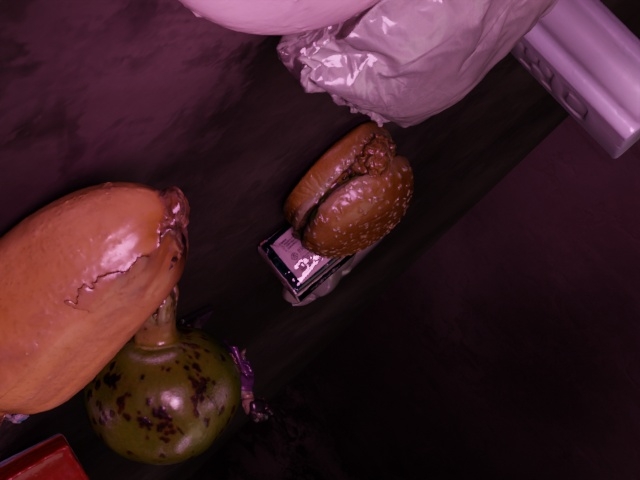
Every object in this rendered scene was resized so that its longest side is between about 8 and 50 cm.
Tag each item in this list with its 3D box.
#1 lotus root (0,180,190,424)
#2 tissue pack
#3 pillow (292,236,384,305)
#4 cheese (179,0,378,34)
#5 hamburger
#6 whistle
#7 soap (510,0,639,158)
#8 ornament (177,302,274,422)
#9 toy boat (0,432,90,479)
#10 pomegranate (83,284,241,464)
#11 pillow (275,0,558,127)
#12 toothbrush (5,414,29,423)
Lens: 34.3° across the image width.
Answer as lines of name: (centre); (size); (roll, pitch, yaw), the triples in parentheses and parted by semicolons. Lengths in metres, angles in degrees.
lotus root: (-0.228, 0.052, 0.882); (0.303, 0.131, 0.146); (-43, 147, 12)
tissue pack: (-0.001, 0.000, 1.567); (0.170, 0.103, 0.090); (-39, 174, -8)
pillow: (0.042, 0.012, 1.861); (0.254, 0.078, 0.144); (-44, 179, 21)
cheese: (-0.008, -0.199, 0.551); (0.189, 0.154, 0.198); (-40, 172, 31)
hamburger: (0.044, -0.062, 1.419); (0.189, 0.122, 0.215); (-35, 167, -17)
whistle: (-0.004, 0.033, 1.723); (0.244, 0.110, 0.092); (125, -17, -50)
soap: (0.273, -0.221, 1.156); (0.087, 0.265, 0.160); (-42, 170, 5)
ornament: (-0.153, 0.203, 1.609); (0.081, 0.203, 0.088); (-17, 150, -48)
toy boat: (-0.491, 0.416, 1.496); (0.332, 0.145, 0.133); (-34, -164, -28)
pomegranate: (-0.213, 0.180, 1.392); (0.211, 0.263, 0.211); (-4, -162, 1)
pillow: (0.115, -0.222, 0.943); (0.283, 0.138, 0.310); (-43, 167, 11)
toothbrush: (-0.395, 0.214, 1.284); (0.022, 0.017, 0.204); (-28, 169, -8)
